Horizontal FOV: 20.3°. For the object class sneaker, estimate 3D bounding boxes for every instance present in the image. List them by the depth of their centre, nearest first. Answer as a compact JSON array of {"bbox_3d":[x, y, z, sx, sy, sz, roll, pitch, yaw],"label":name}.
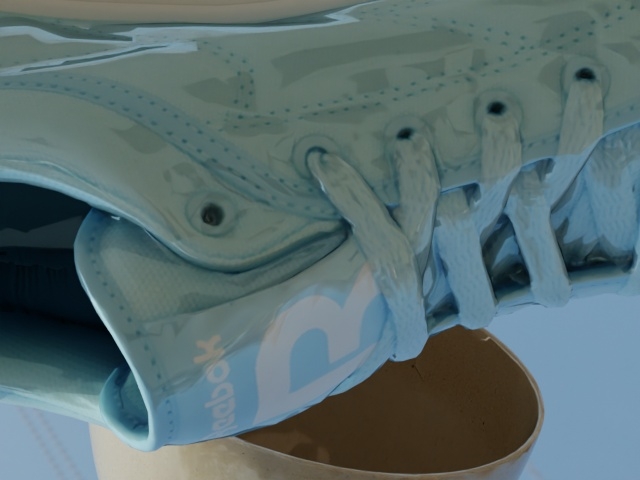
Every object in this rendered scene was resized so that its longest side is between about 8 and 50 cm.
[{"bbox_3d":[0.000,0.000,0.482,0.365,0.135,0.150,-4,-135,5],"label":"sneaker"}]

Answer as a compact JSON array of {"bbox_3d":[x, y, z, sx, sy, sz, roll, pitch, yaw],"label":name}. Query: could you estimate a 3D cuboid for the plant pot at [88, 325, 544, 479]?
[{"bbox_3d":[-0.022,0.150,1.127,0.284,0.191,0.284,13,-157,-6],"label":"plant pot"}]
